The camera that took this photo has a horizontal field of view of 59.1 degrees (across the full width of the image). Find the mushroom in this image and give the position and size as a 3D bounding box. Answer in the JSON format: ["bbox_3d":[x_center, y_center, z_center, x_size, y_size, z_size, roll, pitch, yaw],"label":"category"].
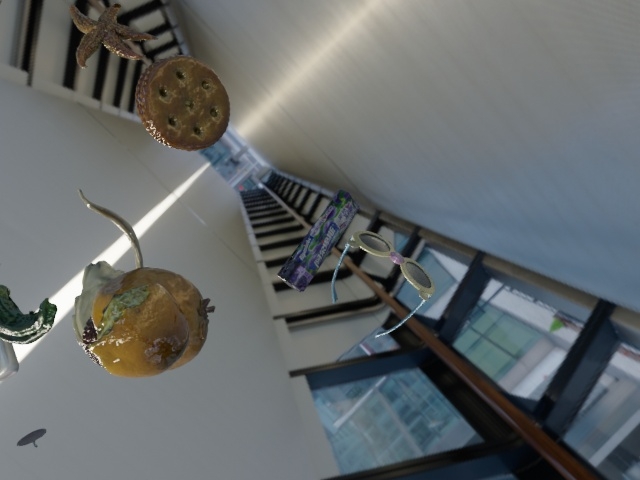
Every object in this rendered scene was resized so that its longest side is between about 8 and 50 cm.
[{"bbox_3d":[-0.481,0.002,1.366,0.043,0.068,0.306,-5,115,39],"label":"mushroom"}]

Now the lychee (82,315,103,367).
[{"bbox_3d":[-0.462,0.217,1.315,0.188,0.188,0.188,46,179,1],"label":"lychee"}]

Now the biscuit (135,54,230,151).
[{"bbox_3d":[-0.309,-0.310,1.280,0.220,0.220,0.066,46,154,-27],"label":"biscuit"}]

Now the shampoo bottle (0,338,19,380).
[{"bbox_3d":[-0.737,0.202,1.261,0.051,0.108,0.221,-10,-106,-53],"label":"shampoo bottle"}]

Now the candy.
[{"bbox_3d":[0.000,0.000,1.603,0.061,0.312,0.088,30,170,33],"label":"candy"}]

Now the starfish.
[{"bbox_3d":[-0.530,-0.511,1.397,0.227,0.240,0.043,18,152,1],"label":"starfish"}]

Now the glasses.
[{"bbox_3d":[0.115,0.085,1.127,0.189,0.088,0.220,36,144,8],"label":"glasses"}]

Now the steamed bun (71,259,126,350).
[{"bbox_3d":[-0.607,0.242,1.678,0.346,0.237,0.394,44,178,-15],"label":"steamed bun"}]

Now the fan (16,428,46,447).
[{"bbox_3d":[-0.843,0.584,1.652,0.133,0.085,0.005,1,113,56],"label":"fan"}]

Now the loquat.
[{"bbox_3d":[-0.339,0.162,1.137,0.238,0.238,0.193,46,-151,-25],"label":"loquat"}]

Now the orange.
[{"bbox_3d":[-0.263,0.147,0.861,0.112,0.160,0.170,32,-157,13],"label":"orange"}]

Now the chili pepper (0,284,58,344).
[{"bbox_3d":[-0.622,0.135,1.126,0.279,0.122,0.065,19,170,33],"label":"chili pepper"}]
